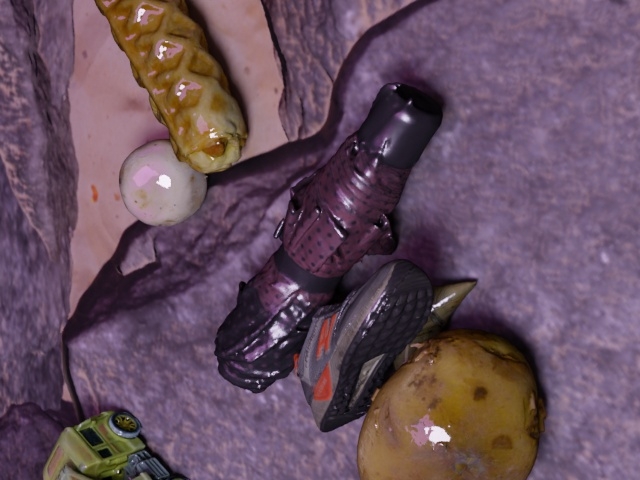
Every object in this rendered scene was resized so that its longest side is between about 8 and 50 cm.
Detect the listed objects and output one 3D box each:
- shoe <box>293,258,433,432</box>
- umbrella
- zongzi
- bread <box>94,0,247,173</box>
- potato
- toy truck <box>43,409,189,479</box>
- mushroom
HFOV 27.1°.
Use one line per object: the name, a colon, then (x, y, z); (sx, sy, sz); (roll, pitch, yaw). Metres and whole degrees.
shoe: (0.024, 0.073, 1.079); (0.077, 0.074, 0.194); (54, 141, 29)
umbrella: (0.000, 0.000, 1.124); (0.094, 0.090, 0.326); (47, 122, 27)
zongzi: (0.096, 0.073, 1.098); (0.083, 0.040, 0.076); (-7, 99, 21)
bread: (-0.169, -0.222, 1.234); (0.077, 0.084, 0.367); (-26, 73, -7)
potato: (0.100, 0.155, 1.044); (0.137, 0.137, 0.176); (30, 116, 32)
toy truck: (-0.195, 0.260, 1.297); (0.191, 0.116, 0.085); (44, 119, 25)
mushroom: (-0.147, -0.055, 1.247); (0.084, 0.067, 0.083); (3, 120, 6)
